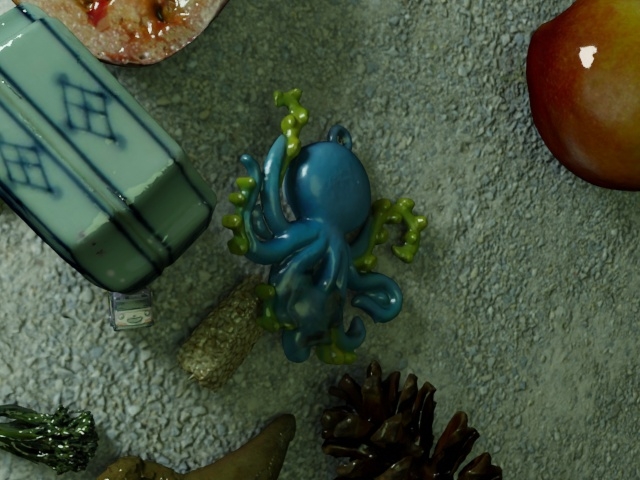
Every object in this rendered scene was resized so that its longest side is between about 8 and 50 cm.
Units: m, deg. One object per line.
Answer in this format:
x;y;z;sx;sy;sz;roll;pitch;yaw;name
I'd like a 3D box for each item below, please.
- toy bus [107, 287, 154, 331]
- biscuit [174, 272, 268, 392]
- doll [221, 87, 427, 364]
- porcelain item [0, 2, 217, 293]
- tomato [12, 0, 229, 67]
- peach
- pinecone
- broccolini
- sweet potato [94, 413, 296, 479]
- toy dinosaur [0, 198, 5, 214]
-0.241;0.082;0.837;0.052;0.102;0.058;-6;93;-22;toy bus
-0.123;0.124;0.903;0.070;0.082;0.168;34;77;17;biscuit
0.000;0.000;0.921;0.346;0.099;0.341;25;77;-39;doll
-0.257;-0.079;0.706;0.157;0.286;0.281;-43;95;-13;porcelain item
-0.242;-0.369;0.789;0.338;0.144;0.338;0;89;-18;tomato
0.475;-0.242;1.021;0.332;0.308;0.307;35;80;-4;peach
0.123;0.317;0.935;0.244;0.244;0.309;-28;89;-19;pinecone
-0.376;0.242;0.811;0.203;0.068;0.091;11;108;-22;broccolini
-0.161;0.330;0.890;0.310;0.098;0.124;-7;89;-25;sweet potato
-0.392;-0.049;0.806;0.113;0.026;0.041;36;63;-11;toy dinosaur
